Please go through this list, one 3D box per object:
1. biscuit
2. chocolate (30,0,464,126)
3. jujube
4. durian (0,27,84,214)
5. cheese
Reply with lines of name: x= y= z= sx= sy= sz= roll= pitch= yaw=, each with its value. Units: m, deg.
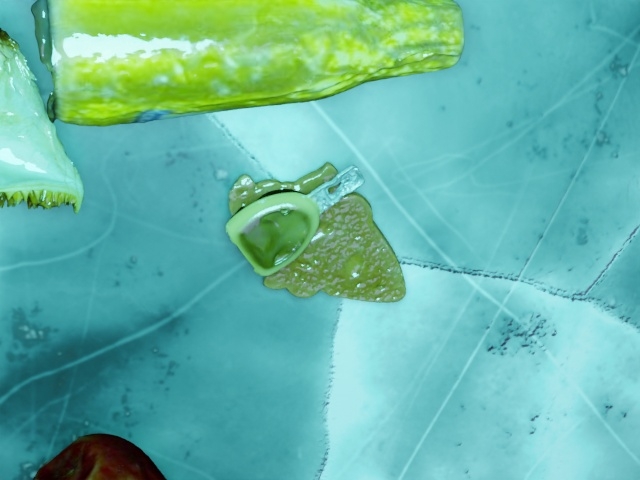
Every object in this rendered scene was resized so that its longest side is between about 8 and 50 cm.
biscuit: x=0.000 y=0.000 z=1.339 sx=0.250 sy=0.035 sz=0.162 roll=34 pitch=104 yaw=-17
chocolate: x=-0.066 y=-0.204 z=1.185 sx=0.445 sy=0.162 sz=0.162 roll=-3 pitch=110 yaw=-12
jujube: x=-0.233 y=0.329 z=1.349 sx=0.155 sy=0.155 sz=0.230 roll=-43 pitch=118 yaw=5
durian: x=-0.343 y=-0.122 z=1.169 sx=0.139 sy=0.144 sz=0.252 roll=-21 pitch=108 yaw=-8
cheese: x=-0.022 y=-0.031 z=1.291 sx=0.162 sy=0.036 sz=0.086 roll=-34 pitch=112 yaw=3
